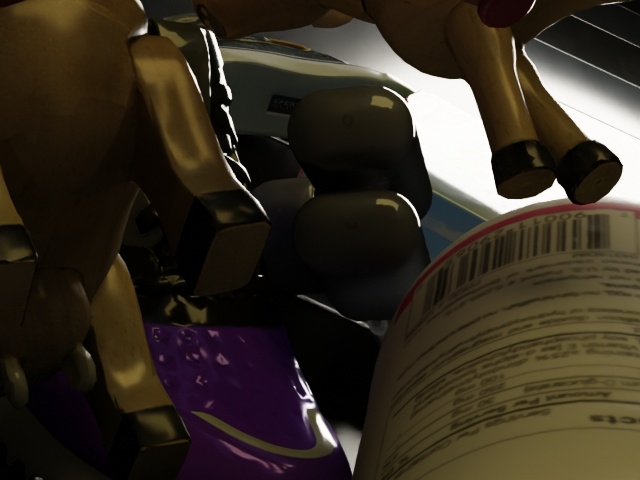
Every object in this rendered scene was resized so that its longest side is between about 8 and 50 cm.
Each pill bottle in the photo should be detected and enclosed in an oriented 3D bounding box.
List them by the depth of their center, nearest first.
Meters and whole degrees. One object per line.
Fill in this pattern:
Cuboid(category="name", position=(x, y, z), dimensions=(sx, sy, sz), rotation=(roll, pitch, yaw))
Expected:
Cuboid(category="pill bottle", position=(0.081, 0.107, 0.559), dimensions=(0.160, 0.160, 0.283), rotation=(25, 23, -2))

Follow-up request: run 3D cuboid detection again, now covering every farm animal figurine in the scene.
Cuboid(category="farm animal figurine", position=(-0.060, -0.060, 0.558), dimensions=(0.330, 0.327, 0.172), rotation=(6, 44, -40))

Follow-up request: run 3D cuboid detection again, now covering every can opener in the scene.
Cuboid(category="can opener", position=(0.000, 0.000, 0.803), dimensions=(0.095, 0.076, 0.283), rotation=(-3, -9, 5))

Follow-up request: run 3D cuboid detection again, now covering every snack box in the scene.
Cuboid(category="snack box", position=(0.091, -0.007, 1.064), dimensions=(0.174, 0.070, 0.207), rotation=(29, 19, 12))

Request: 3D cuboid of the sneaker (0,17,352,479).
Cuboid(category="sneaker", position=(-0.071, -0.008, 0.711), dimensions=(0.102, 0.146, 0.293), rotation=(10, 23, -41))

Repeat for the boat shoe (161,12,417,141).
Cuboid(category="boat shoe", position=(-0.017, -0.096, 1.173), dimensions=(0.183, 0.065, 0.083), rotation=(12, 23, -34))
